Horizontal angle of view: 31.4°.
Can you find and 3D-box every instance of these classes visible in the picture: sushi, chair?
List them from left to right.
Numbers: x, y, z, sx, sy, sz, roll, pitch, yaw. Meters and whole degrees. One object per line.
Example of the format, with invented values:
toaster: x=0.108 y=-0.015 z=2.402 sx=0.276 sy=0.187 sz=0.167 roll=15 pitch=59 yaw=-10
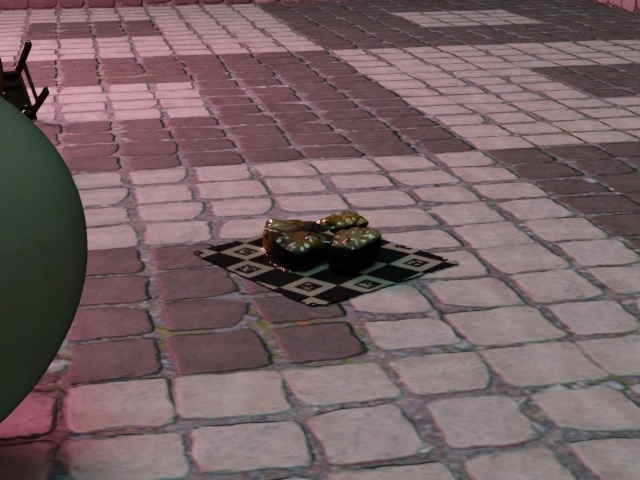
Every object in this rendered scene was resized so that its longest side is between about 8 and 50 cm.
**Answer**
chair: x=-0.513 y=-0.224 z=1.824 sx=0.084 sy=0.101 sz=0.212 roll=-12 pitch=-16 yaw=-35
sushi: x=0.000 y=0.000 z=1.148 sx=0.193 sy=0.040 sz=0.210 roll=-15 pitch=23 yaw=-39

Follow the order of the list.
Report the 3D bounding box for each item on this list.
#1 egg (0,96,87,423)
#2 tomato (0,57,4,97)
egg: x=-0.307 y=0.024 z=0.692 sx=0.276 sy=0.276 sz=0.389 roll=9 pitch=17 yaw=27
tomato: x=-0.555 y=-0.234 z=1.511 sx=0.270 sy=0.222 sz=0.270 roll=16 pitch=34 yaw=-11
